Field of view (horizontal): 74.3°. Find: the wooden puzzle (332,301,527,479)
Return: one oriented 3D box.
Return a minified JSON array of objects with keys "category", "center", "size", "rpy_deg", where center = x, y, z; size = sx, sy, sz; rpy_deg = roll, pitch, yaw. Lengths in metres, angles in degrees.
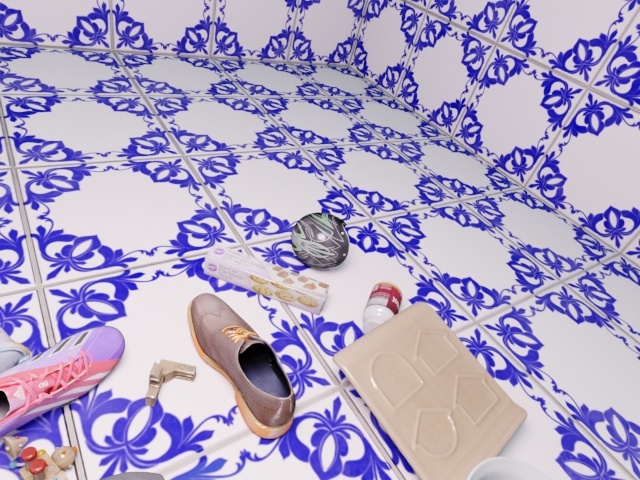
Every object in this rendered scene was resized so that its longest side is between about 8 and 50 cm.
[{"category":"wooden puzzle","center":[0.234,0.329,0.926],"size":[0.322,0.081,0.348],"rpy_deg":[-21,58,-39]}]

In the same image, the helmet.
[{"category":"helmet","center":[0.000,0.000,1.196],"size":[0.169,0.169,0.161],"rpy_deg":[18,21,0]}]

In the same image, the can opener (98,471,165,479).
[{"category":"can opener","center":[-0.204,0.411,0.647],"size":[0.283,0.095,0.076],"rpy_deg":[7,39,-4]}]

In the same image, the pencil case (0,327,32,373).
[{"category":"pencil case","center":[-0.655,0.162,0.762],"size":[0.273,0.114,0.124],"rpy_deg":[32,33,17]}]

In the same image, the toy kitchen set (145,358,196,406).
[{"category":"toy kitchen set","center":[-0.288,0.269,0.815],"size":[0.075,0.068,0.083],"rpy_deg":[14,38,-6]}]

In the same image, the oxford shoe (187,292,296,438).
[{"category":"oxford shoe","center":[-0.162,0.218,0.877],"size":[0.130,0.133,0.363],"rpy_deg":[-20,51,-39]}]

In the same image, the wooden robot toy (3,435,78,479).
[{"category":"wooden robot toy","center":[-0.415,0.352,0.662],"size":[0.173,0.076,0.079],"rpy_deg":[35,29,20]}]

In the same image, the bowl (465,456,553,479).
[{"category":"bowl","center":[0.315,0.523,0.673],"size":[0.297,0.134,0.298],"rpy_deg":[19,36,-15]}]

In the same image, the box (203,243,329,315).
[{"category":"box","center":[-0.139,0.101,1.091],"size":[0.323,0.067,0.063],"rpy_deg":[21,37,2]}]

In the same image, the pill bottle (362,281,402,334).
[{"category":"pill bottle","center":[0.158,0.182,1.093],"size":[0.086,0.086,0.152],"rpy_deg":[23,38,7]}]

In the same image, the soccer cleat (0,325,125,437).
[{"category":"soccer cleat","center":[-0.474,0.244,0.707],"size":[0.318,0.116,0.109],"rpy_deg":[-29,90,-41]}]
